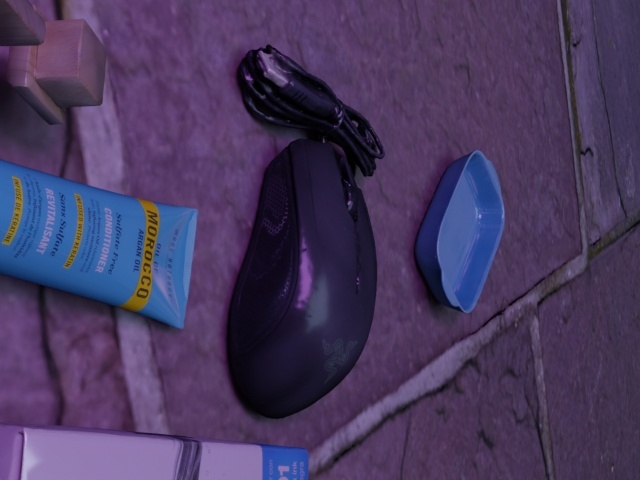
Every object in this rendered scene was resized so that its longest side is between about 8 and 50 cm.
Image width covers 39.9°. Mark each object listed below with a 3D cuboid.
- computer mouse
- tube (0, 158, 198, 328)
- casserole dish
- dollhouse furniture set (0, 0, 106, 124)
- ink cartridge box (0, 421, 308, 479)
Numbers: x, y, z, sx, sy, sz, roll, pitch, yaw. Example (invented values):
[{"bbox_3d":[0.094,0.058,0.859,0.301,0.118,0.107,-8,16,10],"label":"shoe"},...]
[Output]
[{"bbox_3d":[0.000,0.000,0.671,0.188,0.072,0.272,30,63,-53],"label":"computer mouse"},{"bbox_3d":[-0.136,-0.001,0.496,0.207,0.052,0.080,22,76,-60],"label":"tube"},{"bbox_3d":[0.145,-0.010,0.923,0.114,0.037,0.188,60,43,-35],"label":"casserole dish"},{"bbox_3d":[-0.219,-0.256,0.353,0.355,0.174,0.303,70,20,-70],"label":"dollhouse furniture set"},{"bbox_3d":[-0.115,0.132,0.426,0.191,0.140,0.082,25,66,-53],"label":"ink cartridge box"}]
